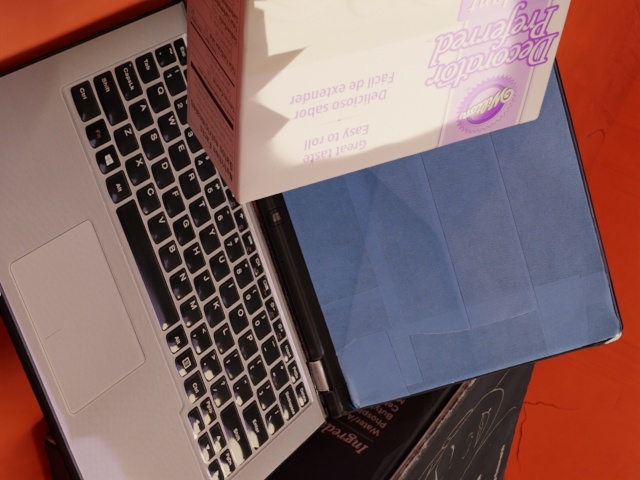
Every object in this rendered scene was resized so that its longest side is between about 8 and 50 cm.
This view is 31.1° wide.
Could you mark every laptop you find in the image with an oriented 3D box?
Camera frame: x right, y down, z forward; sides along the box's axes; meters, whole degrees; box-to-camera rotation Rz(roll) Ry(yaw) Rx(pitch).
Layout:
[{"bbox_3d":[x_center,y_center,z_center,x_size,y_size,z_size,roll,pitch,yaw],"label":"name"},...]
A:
[{"bbox_3d":[0.000,0.000,0.846,0.408,0.236,0.381,-37,115,-46],"label":"laptop"}]

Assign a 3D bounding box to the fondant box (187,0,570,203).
[{"bbox_3d":[0.046,-0.196,0.682,0.238,0.096,0.330,-17,141,-22],"label":"fondant box"}]

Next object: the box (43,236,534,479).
[{"bbox_3d":[-0.006,0.253,1.249,0.472,0.297,0.479,-47,154,-36],"label":"box"}]
